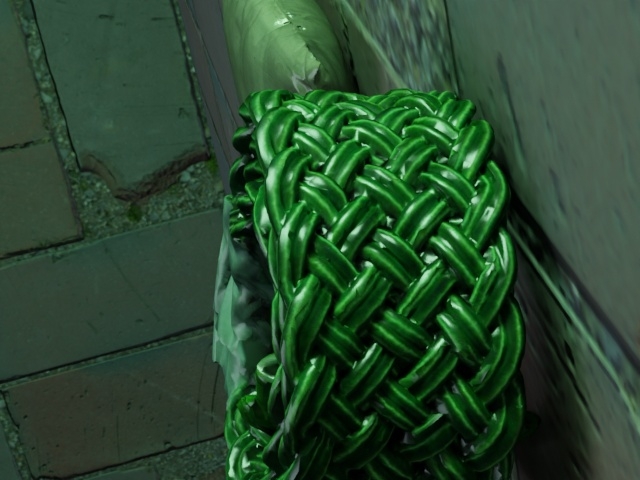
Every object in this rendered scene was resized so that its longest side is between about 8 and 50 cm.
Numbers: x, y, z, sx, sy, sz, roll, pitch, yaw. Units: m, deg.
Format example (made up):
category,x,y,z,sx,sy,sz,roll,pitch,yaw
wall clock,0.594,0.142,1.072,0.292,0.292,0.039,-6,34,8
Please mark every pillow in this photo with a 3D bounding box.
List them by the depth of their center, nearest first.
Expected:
category,x,y,z,sx,sy,sz,roll,pitch,yaw
pillow,0.000,0.000,0.604,0.148,0.050,0.229,-122,20,-58

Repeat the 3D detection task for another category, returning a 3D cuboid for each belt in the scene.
category,x,y,z,sx,sy,sz,roll,pitch,yaw
belt,0.016,0.028,0.393,0.151,0.079,0.121,107,160,-59
